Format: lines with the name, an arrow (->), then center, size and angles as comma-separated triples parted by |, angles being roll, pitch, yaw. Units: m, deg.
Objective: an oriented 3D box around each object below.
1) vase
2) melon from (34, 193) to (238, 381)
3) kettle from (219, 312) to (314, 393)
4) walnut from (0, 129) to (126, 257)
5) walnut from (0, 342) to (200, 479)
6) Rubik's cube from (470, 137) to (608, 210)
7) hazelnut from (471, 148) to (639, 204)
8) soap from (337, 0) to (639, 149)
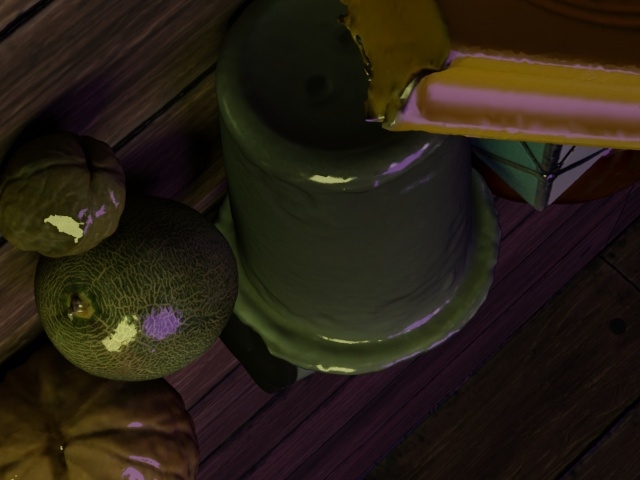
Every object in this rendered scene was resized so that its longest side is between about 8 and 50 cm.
vase -> 0.028, -0.062, 1.386 | 0.245, 0.245, 0.291 | -41, 160, -17
melon -> -0.137, 0.035, 1.346 | 0.139, 0.139, 0.192 | -52, 165, 23
kettle -> 0.000, 0.000, 1.643 | 0.236, 0.161, 0.221 | -37, 136, -21
walnut -> -0.170, -0.030, 1.191 | 0.092, 0.092, 0.092 | -42, 165, -14
walnut -> -0.197, 0.182, 1.498 | 0.213, 0.213, 0.213 | -42, 165, -14
Rubik's cube -> 0.189, -0.184, 1.515 | 0.207, 0.205, 0.205 | -44, 165, -10
hazelnut -> 0.237, -0.131, 1.785 | 0.229, 0.229, 0.229 | -42, 165, -14
soap -> 0.164, -0.169, 1.261 | 0.324, 0.204, 0.096 | 1, 148, -32
